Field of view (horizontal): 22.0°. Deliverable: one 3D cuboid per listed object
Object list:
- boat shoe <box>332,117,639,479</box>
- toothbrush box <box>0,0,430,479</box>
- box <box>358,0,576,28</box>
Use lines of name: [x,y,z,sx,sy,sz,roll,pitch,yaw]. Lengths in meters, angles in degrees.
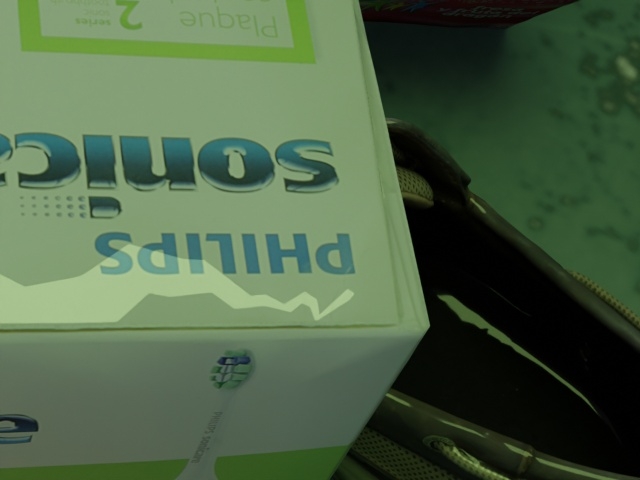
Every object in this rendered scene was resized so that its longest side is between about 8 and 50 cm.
boat shoe: [0.000,0.000,0.609,0.355,0.130,0.132,32,55,3]
toothbrush box: [-0.117,0.042,0.455,0.206,0.283,0.122,0,60,-17]
box: [-0.013,-0.165,0.687,0.256,0.122,0.128,1,87,-17]
